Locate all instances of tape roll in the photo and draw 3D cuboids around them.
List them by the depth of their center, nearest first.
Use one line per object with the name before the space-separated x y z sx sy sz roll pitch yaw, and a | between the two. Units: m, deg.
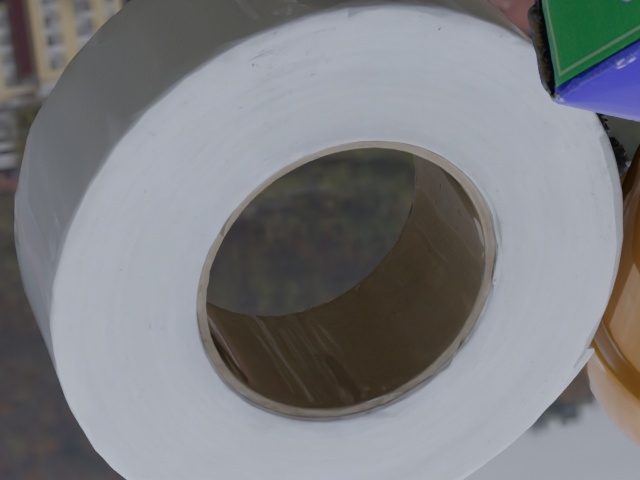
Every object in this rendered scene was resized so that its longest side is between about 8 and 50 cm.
tape roll | 0.000 0.000 0.932 0.286 0.286 0.100 -8 -150 -17

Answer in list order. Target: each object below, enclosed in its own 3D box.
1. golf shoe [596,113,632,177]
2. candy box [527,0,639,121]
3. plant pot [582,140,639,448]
golf shoe | 0.170 0.010 1.176 0.094 0.198 0.077 -29 177 7
candy box | 0.248 -0.120 0.491 0.268 0.122 0.317 9 154 -34
plant pot | 0.231 0.000 0.985 0.205 0.205 0.188 -8 150 5
